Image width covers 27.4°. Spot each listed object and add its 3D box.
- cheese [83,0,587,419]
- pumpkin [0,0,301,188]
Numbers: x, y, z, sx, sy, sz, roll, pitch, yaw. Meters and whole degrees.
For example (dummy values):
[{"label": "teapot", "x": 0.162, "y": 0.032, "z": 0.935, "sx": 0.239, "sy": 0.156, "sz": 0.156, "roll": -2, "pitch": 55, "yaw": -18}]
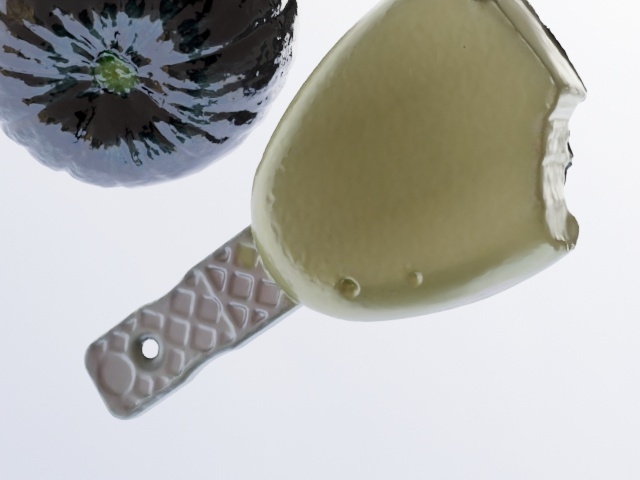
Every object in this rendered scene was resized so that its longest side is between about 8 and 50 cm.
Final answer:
[{"label": "cheese", "x": 0.000, "y": 0.000, "z": 0.549, "sx": 0.127, "sy": 0.255, "sz": 0.050, "roll": 57, "pitch": -159, "yaw": 11}, {"label": "pumpkin", "x": -0.109, "y": -0.126, "z": 0.742, "sx": 0.202, "sy": 0.202, "sz": 0.140, "roll": 23, "pitch": -145, "yaw": -17}]
